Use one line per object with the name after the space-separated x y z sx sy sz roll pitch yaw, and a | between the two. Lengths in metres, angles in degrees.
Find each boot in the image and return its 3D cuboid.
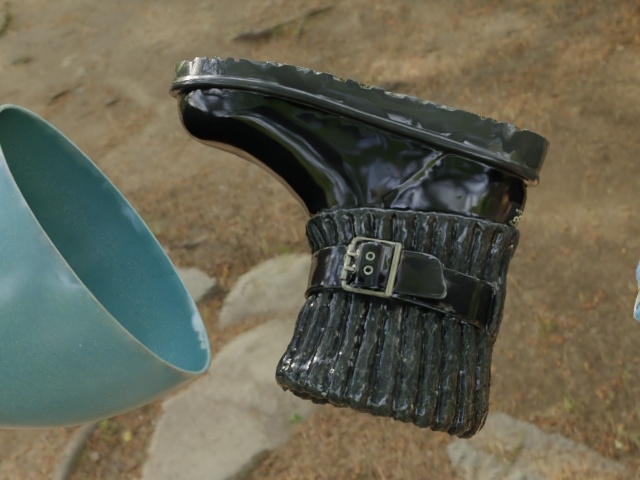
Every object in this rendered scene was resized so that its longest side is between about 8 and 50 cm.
0.000 0.000 0.942 0.348 0.131 0.260 17 90 20 | boot

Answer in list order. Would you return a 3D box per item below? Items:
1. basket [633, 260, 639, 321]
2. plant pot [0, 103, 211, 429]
0.393 -0.027 0.886 0.289 0.201 0.255 -50 6 38 | basket
-0.262 0.053 1.007 0.195 0.290 0.290 -36 34 6 | plant pot
